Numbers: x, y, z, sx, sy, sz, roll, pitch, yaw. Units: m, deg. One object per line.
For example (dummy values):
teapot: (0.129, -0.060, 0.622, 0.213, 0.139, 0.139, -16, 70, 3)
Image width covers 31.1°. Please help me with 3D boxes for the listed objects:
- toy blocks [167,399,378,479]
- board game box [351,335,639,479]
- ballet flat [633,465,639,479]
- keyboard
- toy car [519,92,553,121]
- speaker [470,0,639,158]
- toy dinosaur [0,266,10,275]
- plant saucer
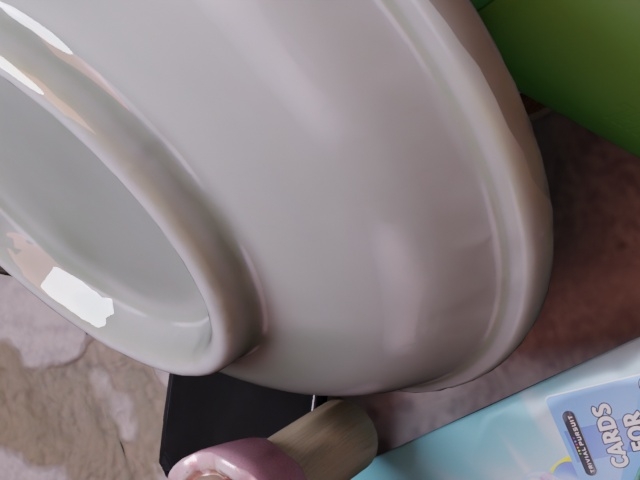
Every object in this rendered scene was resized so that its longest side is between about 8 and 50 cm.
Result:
toy blocks: (-0.052, 0.285, 0.548, 0.288, 0.260, 0.309, -40, 79, 31)
board game box: (0.153, 0.201, 0.623, 0.336, 0.079, 0.253, -31, 78, 31)
ballet flat: (0.169, 0.129, 0.506, 0.083, 0.087, 0.247, 26, 108, 29)
keyboard: (0.000, 0.000, 0.691, 0.202, 0.033, 0.317, 2, 81, 37)
toy car: (0.061, -0.151, 0.565, 0.155, 0.188, 0.149, -34, 59, 5)
speaker: (0.136, -0.104, 0.491, 0.131, 0.297, 0.131, -33, 45, 42)
toy dinosaur: (-0.236, -0.047, 0.781, 0.121, 0.160, 0.313, -32, 81, 39)
plant saucer: (-0.095, -0.045, 0.513, 0.400, 0.100, 0.400, 32, 153, 18)
